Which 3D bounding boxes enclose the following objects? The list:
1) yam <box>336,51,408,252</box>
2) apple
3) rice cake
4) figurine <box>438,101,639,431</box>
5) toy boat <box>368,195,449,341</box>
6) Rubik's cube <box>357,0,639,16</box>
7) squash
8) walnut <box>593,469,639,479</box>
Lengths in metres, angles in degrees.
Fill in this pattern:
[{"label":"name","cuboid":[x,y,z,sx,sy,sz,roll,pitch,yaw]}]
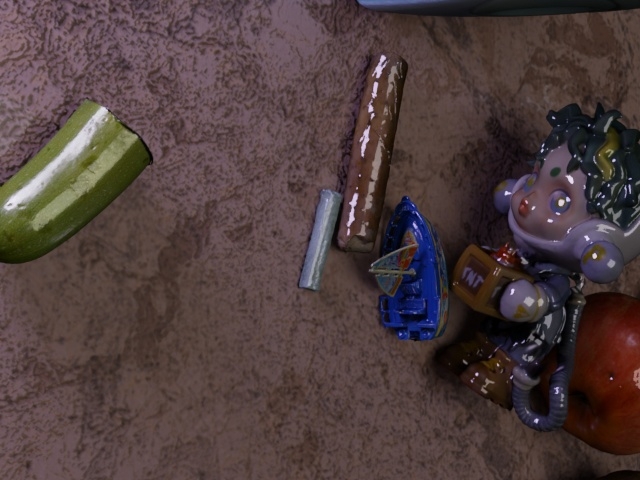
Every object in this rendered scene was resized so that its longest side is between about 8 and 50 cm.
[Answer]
[{"label":"yam","cuboid":[0.062,-0.101,1.612,0.057,0.057,0.241,16,84,-36]},{"label":"apple","cuboid":[0.373,0.175,1.775,0.164,0.209,0.209,-41,116,-35]},{"label":"rice cake","cuboid":[0.000,0.000,1.594,0.022,0.021,0.121,17,85,-41]},{"label":"figurine","cuboid":[0.275,0.011,1.668,0.186,0.261,0.382,26,100,-45]},{"label":"toy boat","cuboid":[0.097,0.034,1.624,0.110,0.091,0.175,0,89,-49]},{"label":"Rubik's cube","cuboid":[0.246,-0.432,1.542,0.347,0.351,0.352,-7,100,-36]},{"label":"squash","cuboid":[-0.259,-0.045,1.361,0.188,0.095,0.095,-49,119,-20]},{"label":"walnut","cuboid":[0.410,0.417,1.815,0.228,0.228,0.228,-3,95,-36]}]
